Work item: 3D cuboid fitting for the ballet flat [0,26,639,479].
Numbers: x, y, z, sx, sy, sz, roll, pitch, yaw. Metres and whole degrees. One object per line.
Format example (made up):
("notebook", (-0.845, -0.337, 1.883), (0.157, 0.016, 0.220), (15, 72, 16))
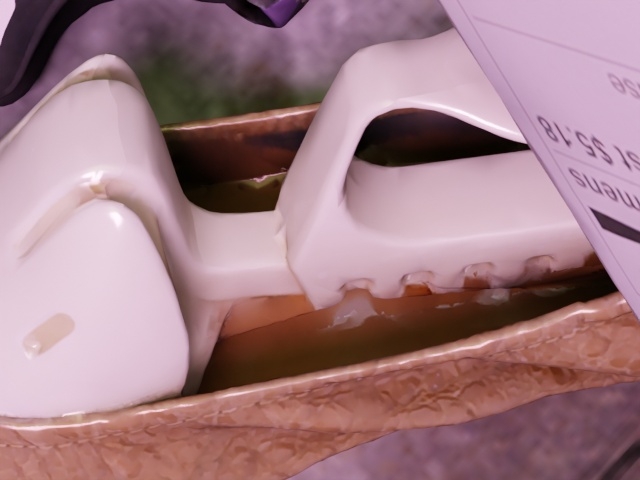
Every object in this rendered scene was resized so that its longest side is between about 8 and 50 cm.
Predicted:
("ballet flat", (0.000, 0.000, 0.504), (0.342, 0.124, 0.116), (-10, 56, 2))

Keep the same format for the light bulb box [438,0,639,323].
("light bulb box", (0.220, -0.017, 0.304), (0.225, 0.361, 0.358), (-43, 31, -11))

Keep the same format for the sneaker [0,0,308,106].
("sneaker", (-0.008, -0.129, 0.575), (0.283, 0.107, 0.124), (-25, 88, 0))
